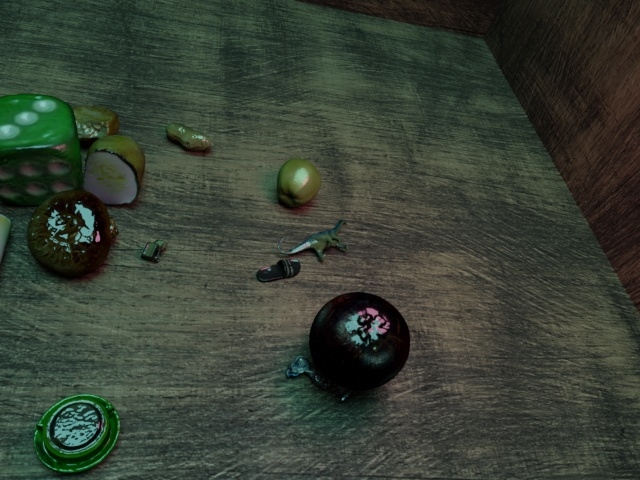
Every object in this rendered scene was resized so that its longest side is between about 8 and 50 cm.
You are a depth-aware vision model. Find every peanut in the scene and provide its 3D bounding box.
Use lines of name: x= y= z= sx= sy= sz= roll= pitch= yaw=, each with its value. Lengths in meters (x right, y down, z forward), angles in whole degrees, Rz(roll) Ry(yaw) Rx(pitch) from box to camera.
peanut: x=-0.557 y=-0.438 z=2.162 sx=0.214 sy=0.099 sz=0.099 roll=30 pitch=48 yaw=5

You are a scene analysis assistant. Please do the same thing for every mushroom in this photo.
mushroom: x=-0.801 y=-0.029 z=1.669 sx=0.278 sy=0.163 sz=0.297 roll=-11 pitch=76 yaw=-28

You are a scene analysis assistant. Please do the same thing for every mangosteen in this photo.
mangosteen: x=0.118 y=0.316 z=1.596 sx=0.330 sy=0.330 sz=0.330 roll=9 pitch=49 yaw=-11

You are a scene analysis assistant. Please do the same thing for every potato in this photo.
potato: x=-0.766 y=-0.293 z=1.916 sx=0.229 sy=0.229 sz=0.266 roll=7 pitch=33 yaw=-13

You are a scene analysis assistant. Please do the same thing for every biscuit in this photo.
biscuit: x=-0.931 y=-0.467 z=2.040 sx=0.274 sy=0.091 sz=0.213 roll=5 pitch=34 yaw=7

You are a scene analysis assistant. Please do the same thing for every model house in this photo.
model house: x=-0.584 y=0.030 z=1.791 sx=0.058 sy=0.057 sz=0.083 roll=6 pitch=65 yaw=21

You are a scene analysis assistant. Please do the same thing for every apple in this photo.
apple: x=-0.089 y=-0.236 z=2.088 sx=0.200 sy=0.200 sz=0.200 roll=9 pitch=49 yaw=-11

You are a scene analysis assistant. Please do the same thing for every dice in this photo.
dice: x=-0.999 y=-0.312 z=1.777 sx=0.297 sy=0.287 sz=0.300 roll=-10 pitch=55 yaw=-26

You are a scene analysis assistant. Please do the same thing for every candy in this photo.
candy: x=0.000 y=0.446 z=1.637 sx=0.226 sy=0.051 sz=0.094 roll=23 pitch=58 yaw=4

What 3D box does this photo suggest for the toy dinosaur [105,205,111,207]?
toy dinosaur: x=-0.852 y=-0.131 z=1.811 sx=0.220 sy=0.032 sz=0.108 roll=1 pitch=4 yaw=-45

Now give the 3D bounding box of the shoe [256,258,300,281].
shoe: x=-0.146 y=0.104 z=1.871 sx=0.179 sy=0.049 sz=0.071 roll=-14 pitch=58 yaw=-28

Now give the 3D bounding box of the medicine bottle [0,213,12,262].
medicine bottle: x=-1.032 y=0.103 z=1.545 sx=0.108 sy=0.108 sz=0.426 roll=3 pitch=49 yaw=-16

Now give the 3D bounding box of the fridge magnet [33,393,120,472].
fridge magnet: x=-0.638 y=0.501 z=1.346 sx=0.208 sy=0.088 sz=0.208 roll=10 pitch=49 yaw=-11

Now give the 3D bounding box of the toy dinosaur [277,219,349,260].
toy dinosaur: x=0.010 y=0.004 z=1.995 sx=0.363 sy=0.076 sz=0.147 roll=-24 pitch=43 yaw=-34
